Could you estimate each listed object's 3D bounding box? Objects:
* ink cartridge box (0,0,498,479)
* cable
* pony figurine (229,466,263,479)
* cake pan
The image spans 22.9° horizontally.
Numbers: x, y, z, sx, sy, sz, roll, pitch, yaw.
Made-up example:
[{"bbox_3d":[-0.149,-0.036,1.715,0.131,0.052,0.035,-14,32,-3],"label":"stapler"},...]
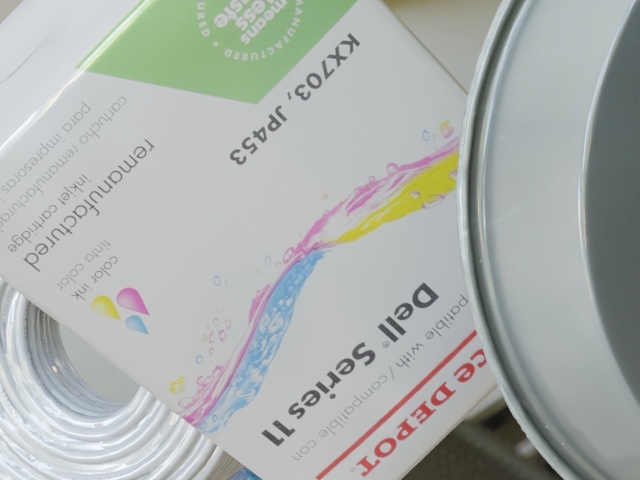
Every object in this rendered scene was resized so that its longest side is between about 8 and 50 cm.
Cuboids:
[{"bbox_3d":[0.000,0.000,0.784,0.207,0.119,0.353,-45,-58,5],"label":"ink cartridge box"},{"bbox_3d":[-0.145,0.060,1.060,0.257,0.257,0.089,-61,-16,20],"label":"cable"},{"bbox_3d":[-0.033,0.265,1.309,0.302,0.363,0.351,16,-72,-26],"label":"pony figurine"},{"bbox_3d":[0.191,-0.018,0.618,0.293,0.293,0.054,-28,13,-21],"label":"cake pan"}]
